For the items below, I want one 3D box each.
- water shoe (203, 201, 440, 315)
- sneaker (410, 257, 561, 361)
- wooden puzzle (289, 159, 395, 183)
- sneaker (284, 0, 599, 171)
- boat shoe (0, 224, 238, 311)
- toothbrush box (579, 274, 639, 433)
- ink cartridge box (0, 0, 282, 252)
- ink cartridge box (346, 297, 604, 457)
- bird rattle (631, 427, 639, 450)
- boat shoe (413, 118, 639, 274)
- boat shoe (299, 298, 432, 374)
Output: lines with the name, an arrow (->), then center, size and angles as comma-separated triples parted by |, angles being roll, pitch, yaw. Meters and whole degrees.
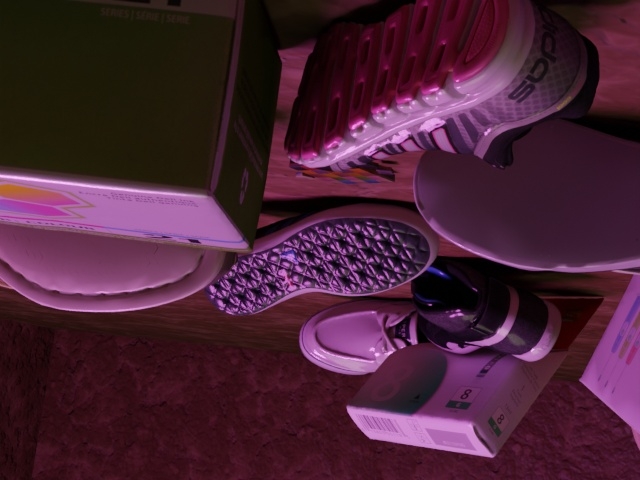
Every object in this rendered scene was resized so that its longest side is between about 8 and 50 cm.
water shoe -> 0.000, 0.000, 1.002 | 0.203, 0.073, 0.080 | -12, -154, 27
sneaker -> 0.124, 0.054, 1.240 | 0.121, 0.079, 0.217 | 27, 169, -23
wooden puzzle -> 0.015, -0.045, 0.833 | 0.083, 0.006, 0.049 | 1, 169, 39
sneaker -> 0.046, -0.056, 0.522 | 0.074, 0.063, 0.170 | 18, 163, -27
boat shoe -> -0.182, -0.023, 0.808 | 0.324, 0.117, 0.096 | 8, 177, 26
toothbrush box -> 0.377, 0.139, 0.995 | 0.283, 0.122, 0.206 | 20, -169, -19
ink cartridge box -> -0.124, -0.069, 0.476 | 0.188, 0.097, 0.255 | 7, 173, 5
ink cartridge box -> 0.157, 0.116, 1.322 | 0.181, 0.225, 0.056 | -2, 130, 51
bird rattle -> 0.380, 0.170, 1.243 | 0.143, 0.254, 0.207 | 12, -165, -26
boat shoe -> 0.157, -0.015, 0.662 | 0.219, 0.078, 0.070 | 5, 170, 7
boat shoe -> 0.106, 0.118, 1.582 | 0.267, 0.096, 0.088 | 6, 168, 4
